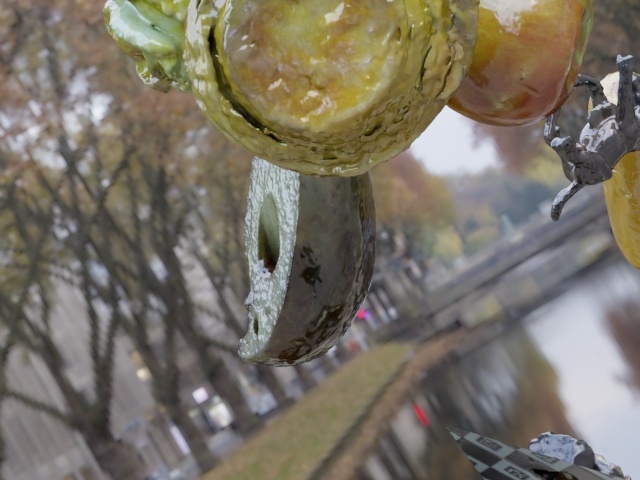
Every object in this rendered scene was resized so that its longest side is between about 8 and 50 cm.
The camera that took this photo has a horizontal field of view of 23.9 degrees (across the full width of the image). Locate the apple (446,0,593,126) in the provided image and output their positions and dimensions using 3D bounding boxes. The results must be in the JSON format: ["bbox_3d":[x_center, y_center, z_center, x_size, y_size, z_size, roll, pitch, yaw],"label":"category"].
[{"bbox_3d":[0.183,-0.214,1.541,0.196,0.196,0.196,-31,-3,-2],"label":"apple"}]

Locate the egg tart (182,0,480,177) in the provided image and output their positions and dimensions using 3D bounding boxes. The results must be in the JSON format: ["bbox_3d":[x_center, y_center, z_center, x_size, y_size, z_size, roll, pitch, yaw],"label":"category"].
[{"bbox_3d":[-0.001,-0.189,1.388,0.294,0.294,0.123,-32,9,21],"label":"egg tart"}]

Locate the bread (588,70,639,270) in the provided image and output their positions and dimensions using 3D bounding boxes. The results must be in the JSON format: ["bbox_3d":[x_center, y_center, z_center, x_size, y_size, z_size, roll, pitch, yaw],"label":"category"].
[{"bbox_3d":[0.431,-0.086,2.061,0.091,0.305,0.142,-27,35,-10],"label":"bread"}]

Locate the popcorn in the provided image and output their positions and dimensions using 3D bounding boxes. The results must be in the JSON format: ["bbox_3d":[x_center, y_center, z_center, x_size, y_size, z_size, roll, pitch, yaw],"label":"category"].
[{"bbox_3d":[-0.164,-0.277,1.744,0.184,0.204,0.221,-42,7,-4],"label":"popcorn"}]

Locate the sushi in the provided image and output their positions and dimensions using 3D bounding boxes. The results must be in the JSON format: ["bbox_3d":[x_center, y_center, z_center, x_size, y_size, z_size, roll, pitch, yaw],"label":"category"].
[{"bbox_3d":[0.268,0.245,1.549,0.047,0.231,0.219,-63,-34,-21],"label":"sushi"}]

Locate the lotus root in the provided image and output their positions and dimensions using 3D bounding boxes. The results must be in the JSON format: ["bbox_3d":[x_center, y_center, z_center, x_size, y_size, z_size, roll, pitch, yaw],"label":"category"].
[{"bbox_3d":[0.002,0.002,1.794,0.210,0.314,0.142,-17,21,-35],"label":"lotus root"}]

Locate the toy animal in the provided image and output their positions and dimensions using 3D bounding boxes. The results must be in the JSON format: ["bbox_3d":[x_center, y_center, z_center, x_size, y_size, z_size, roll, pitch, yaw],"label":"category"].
[{"bbox_3d":[0.349,-0.133,1.864,0.232,0.148,0.084,-51,31,-16],"label":"toy animal"}]
